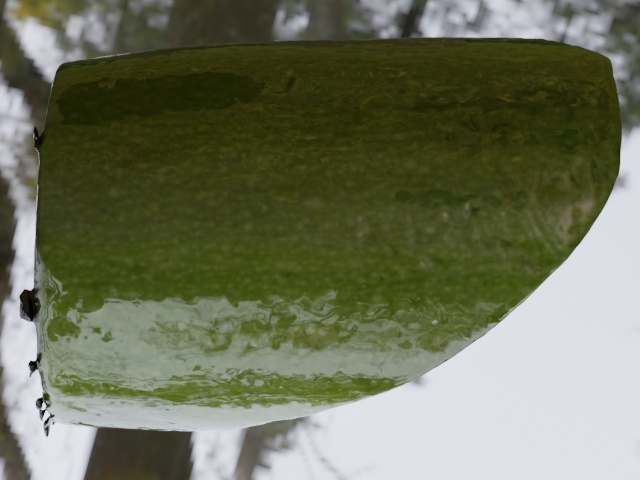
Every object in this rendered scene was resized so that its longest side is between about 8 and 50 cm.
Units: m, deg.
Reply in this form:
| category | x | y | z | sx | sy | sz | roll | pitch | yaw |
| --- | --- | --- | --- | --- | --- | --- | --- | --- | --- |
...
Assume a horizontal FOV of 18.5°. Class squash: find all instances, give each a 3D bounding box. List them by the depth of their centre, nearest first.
| category | x | y | z | sx | sy | sz | roll | pitch | yaw |
| --- | --- | --- | --- | --- | --- | --- | --- | --- | --- |
| squash | 0.000 | 0.000 | 0.918 | 0.260 | 0.189 | 0.189 | -1 | -157 | 0 |
